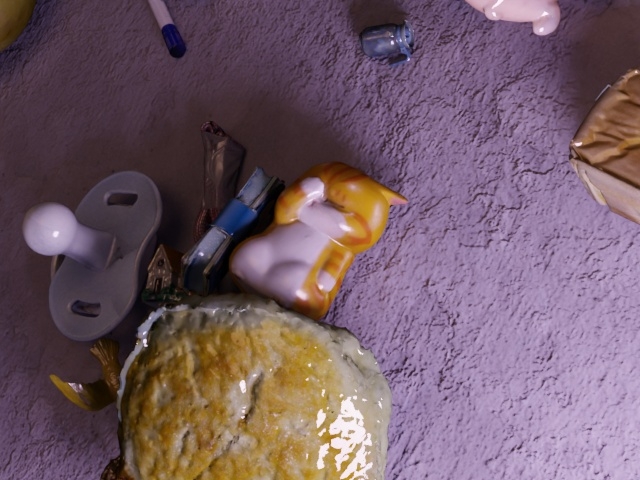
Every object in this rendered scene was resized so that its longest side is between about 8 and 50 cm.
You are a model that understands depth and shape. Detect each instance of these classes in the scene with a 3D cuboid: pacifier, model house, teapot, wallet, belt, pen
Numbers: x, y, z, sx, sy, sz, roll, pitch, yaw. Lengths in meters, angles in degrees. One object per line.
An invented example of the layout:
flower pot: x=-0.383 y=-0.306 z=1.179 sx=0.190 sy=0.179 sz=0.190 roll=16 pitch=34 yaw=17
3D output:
pacifier: x=-0.393 y=0.005 z=1.581 sx=0.244 sy=0.233 sz=0.299 roll=6 pitch=73 yaw=33
model house: x=-0.219 y=0.060 z=1.553 sx=0.101 sy=0.088 sz=0.100 roll=-1 pitch=72 yaw=24
teapot: x=0.105 y=-0.314 z=1.547 sx=0.083 sy=0.049 sz=0.063 roll=-5 pitch=69 yaw=26
wallet: x=-0.134 y=-0.011 z=1.474 sx=0.059 sy=0.141 sz=0.202 roll=36 pitch=67 yaw=6
belt: x=-0.168 y=-0.090 z=1.606 sx=0.071 sy=0.053 sz=0.231 roll=-15 pitch=64 yaw=31
pen: x=-0.308 y=-0.446 z=1.832 sx=0.033 sy=0.033 sz=0.269 roll=-34 pitch=58 yaw=13

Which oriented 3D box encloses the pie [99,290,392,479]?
pie: x=-0.086 y=0.265 z=1.335 sx=0.418 sy=0.180 sz=0.395 roll=18 pitch=101 yaw=22

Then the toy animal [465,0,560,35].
toy animal: x=0.274 y=-0.420 z=1.415 sx=0.247 sy=0.278 sz=0.345 roll=-11 pitch=51 yaw=56

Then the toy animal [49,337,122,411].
toy animal: x=-0.313 y=0.236 z=1.543 sx=0.219 sy=0.155 sz=0.095 roll=-16 pitch=27 yaw=-24

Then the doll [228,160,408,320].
doll: x=-0.010 y=0.004 z=1.415 sx=0.167 sy=0.162 sz=0.269 roll=34 pitch=86 yaw=20

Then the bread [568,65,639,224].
bread: x=0.448 y=-0.111 z=1.249 sx=0.210 sy=0.110 sz=0.192 roll=29 pitch=80 yaw=33

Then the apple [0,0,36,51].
apple: x=-0.699 y=-0.496 z=1.944 sx=0.258 sy=0.233 sz=0.295 roll=-44 pitch=45 yaw=-10
